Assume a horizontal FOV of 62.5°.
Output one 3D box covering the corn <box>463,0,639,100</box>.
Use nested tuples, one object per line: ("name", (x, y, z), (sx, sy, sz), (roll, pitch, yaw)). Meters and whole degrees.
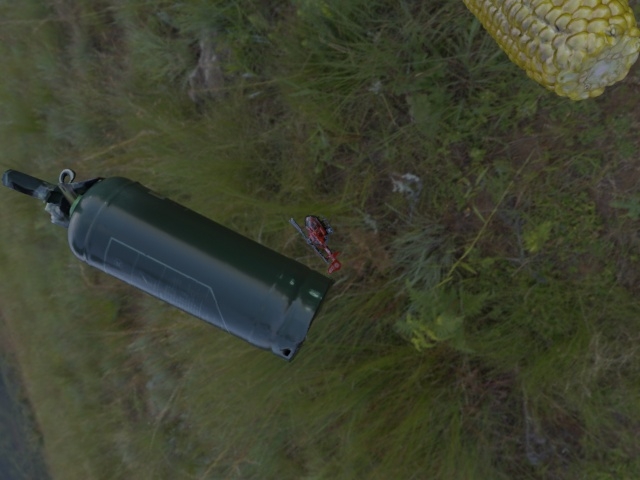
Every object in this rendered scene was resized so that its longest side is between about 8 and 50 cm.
("corn", (0.155, -0.216, 0.415), (0.091, 0.091, 0.260), (-43, 48, 33))

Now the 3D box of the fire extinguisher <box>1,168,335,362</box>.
("fire extinguisher", (-0.145, 0.012, 0.516), (0.311, 0.095, 0.114), (26, -179, 4))

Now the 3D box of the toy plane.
("toy plane", (0.000, 0.000, 1.091), (0.145, 0.060, 0.037), (56, 156, -5))
